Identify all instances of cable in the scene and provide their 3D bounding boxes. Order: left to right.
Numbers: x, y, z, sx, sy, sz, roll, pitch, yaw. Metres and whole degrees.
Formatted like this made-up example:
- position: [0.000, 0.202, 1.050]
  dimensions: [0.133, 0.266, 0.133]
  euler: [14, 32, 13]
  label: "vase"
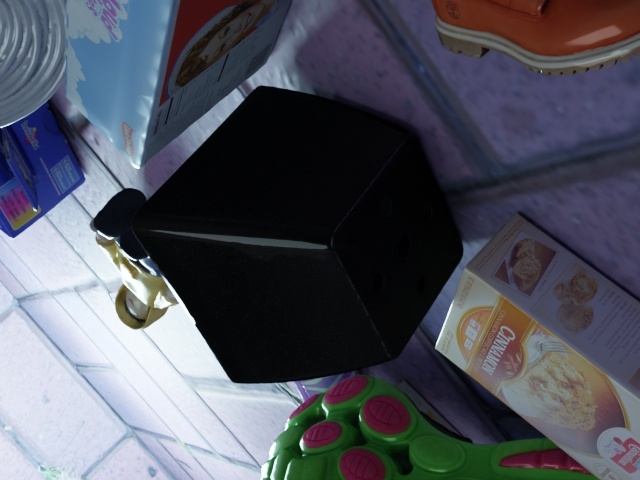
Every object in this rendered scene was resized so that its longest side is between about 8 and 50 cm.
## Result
- position: [-0.369, -0.219, 0.948]
  dimensions: [0.257, 0.257, 0.089]
  euler: [87, 163, -48]
  label: "cable"

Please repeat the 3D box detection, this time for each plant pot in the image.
- position: [0.000, 0.000, 0.770]
  dimensions: [0.167, 0.188, 0.187]
  euler: [5, 135, 41]
  label: "plant pot"

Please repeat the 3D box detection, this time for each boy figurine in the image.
- position: [-0.260, 0.035, 1.373]
  dimensions: [0.177, 0.092, 0.285]
  euler: [39, 153, 11]
  label: "boy figurine"

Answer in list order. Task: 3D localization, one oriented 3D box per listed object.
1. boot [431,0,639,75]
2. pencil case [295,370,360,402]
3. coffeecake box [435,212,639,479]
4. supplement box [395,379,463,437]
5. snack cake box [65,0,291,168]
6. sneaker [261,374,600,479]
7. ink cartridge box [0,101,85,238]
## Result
- position: [0.112, -0.136, 0.501]
  dimensions: [0.158, 0.059, 0.085]
  euler: [22, 142, 46]
  label: "boot"
- position: [0.004, 0.174, 1.147]
  dimensions: [0.086, 0.088, 0.206]
  euler: [21, 146, 42]
  label: "pencil case"
- position: [0.187, 0.088, 0.720]
  dimensions: [0.185, 0.068, 0.142]
  euler: [38, 155, 18]
  label: "coffeecake box"
- position: [0.104, 0.213, 1.071]
  dimensions: [0.098, 0.062, 0.036]
  euler: [45, 158, 6]
  label: "supplement box"
- position: [-0.092, -0.171, 0.669]
  dimensions: [0.089, 0.152, 0.264]
  euler: [46, 157, 3]
  label: "snack cake box"
- position: [0.132, 0.265, 0.910]
  dimensions: [0.482, 0.185, 0.202]
  euler: [9, 142, 43]
  label: "sneaker"
- position: [-0.501, -0.184, 1.360]
  dimensions: [0.395, 0.151, 0.270]
  euler: [30, 152, 30]
  label: "ink cartridge box"
